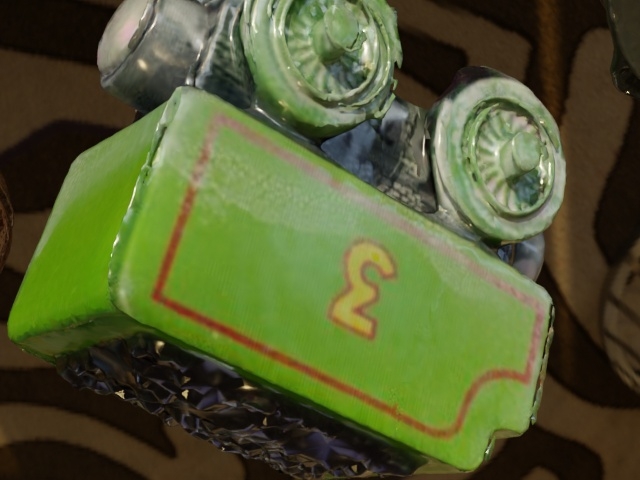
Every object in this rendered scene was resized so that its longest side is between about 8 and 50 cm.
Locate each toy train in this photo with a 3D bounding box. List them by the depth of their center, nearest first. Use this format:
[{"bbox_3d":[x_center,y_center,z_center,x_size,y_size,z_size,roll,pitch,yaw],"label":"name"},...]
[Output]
[{"bbox_3d":[0.000,0.000,0.637,0.307,0.249,0.173,28,153,-27],"label":"toy train"}]

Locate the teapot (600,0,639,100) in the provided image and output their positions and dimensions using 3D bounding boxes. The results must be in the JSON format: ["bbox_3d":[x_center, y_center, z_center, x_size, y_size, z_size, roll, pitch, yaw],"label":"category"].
[{"bbox_3d":[0.275,-0.238,0.751,0.200,0.337,0.270,39,114,-22],"label":"teapot"}]

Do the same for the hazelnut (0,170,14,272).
[{"bbox_3d":[-0.371,-0.024,1.043,0.208,0.208,0.208,-6,125,-8],"label":"hazelnut"}]
